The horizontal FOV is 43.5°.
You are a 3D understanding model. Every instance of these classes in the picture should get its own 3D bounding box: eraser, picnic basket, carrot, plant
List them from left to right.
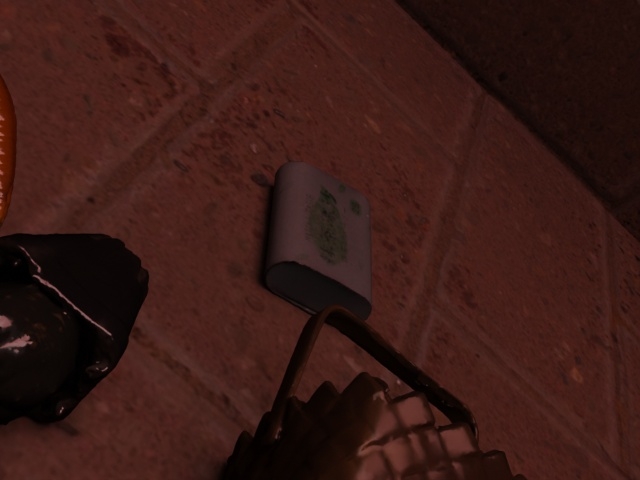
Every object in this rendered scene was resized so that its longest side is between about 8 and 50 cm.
[{"bbox_3d":[-0.382,-0.132,0.926,0.271,0.062,0.066,65,4,17],"label":"carrot"},{"bbox_3d":[-0.266,0.079,0.769,0.164,0.142,0.256,48,22,-1],"label":"plant"},{"bbox_3d":[0.000,0.000,1.202,0.174,0.081,0.227,31,38,-24],"label":"eraser"},{"bbox_3d":[0.049,0.243,0.820,0.254,0.291,0.321,39,43,-14],"label":"picnic basket"}]
